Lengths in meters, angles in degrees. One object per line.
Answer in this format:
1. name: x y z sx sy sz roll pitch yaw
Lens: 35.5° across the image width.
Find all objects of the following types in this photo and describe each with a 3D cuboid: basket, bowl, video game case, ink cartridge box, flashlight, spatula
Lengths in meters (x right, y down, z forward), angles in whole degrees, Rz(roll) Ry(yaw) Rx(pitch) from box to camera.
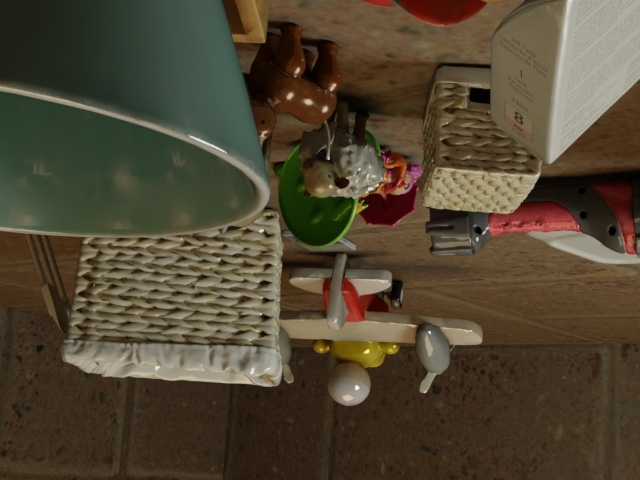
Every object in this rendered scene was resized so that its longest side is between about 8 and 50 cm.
1. basket: -0.217 0.096 1.638 0.332 0.266 0.328 5 168 0
2. bowl: -0.175 -0.111 0.532 0.312 0.163 0.311 5 168 1
3. video game case: 0.000 0.000 1.723 0.087 0.011 0.122 0 168 23
4. basket: 0.159 -0.094 0.992 0.113 0.103 0.167 5 169 2
5. ink cartridge box: 0.169 -0.168 0.514 0.066 0.189 0.232 42 166 28
6. flashlight: 0.289 -0.022 1.271 0.304 0.103 0.103 -5 -160 18
7. spatula: -0.436 0.054 1.616 0.019 0.242 0.168 -21 163 -2

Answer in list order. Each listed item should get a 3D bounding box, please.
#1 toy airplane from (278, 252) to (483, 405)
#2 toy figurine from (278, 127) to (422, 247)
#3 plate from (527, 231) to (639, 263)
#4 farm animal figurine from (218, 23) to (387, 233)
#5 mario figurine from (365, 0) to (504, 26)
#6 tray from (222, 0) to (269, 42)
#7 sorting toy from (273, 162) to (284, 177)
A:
1. toy airplane: 0.062 0.184 1.945 0.385 0.272 0.386 12 166 -31
2. toy figurine: 0.062 -0.070 1.210 0.159 0.130 0.173 -3 152 -45
3. plate: 0.457 -0.009 1.443 0.278 0.045 0.277 -8 162 44
4. farm animal figurine: -0.127 -0.083 0.976 0.331 0.172 0.327 0 168 18
5. mario figurine: 0.092 -0.183 0.444 0.198 0.170 0.320 5 167 -13
6. tray: -0.149 -0.226 0.544 0.203 0.076 0.411 4 167 4
7. sorting toy: -0.019 -0.070 1.316 0.061 0.042 0.102 -5 165 37
